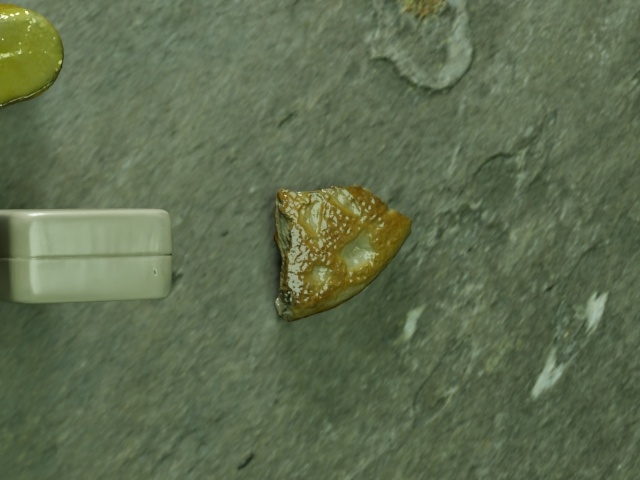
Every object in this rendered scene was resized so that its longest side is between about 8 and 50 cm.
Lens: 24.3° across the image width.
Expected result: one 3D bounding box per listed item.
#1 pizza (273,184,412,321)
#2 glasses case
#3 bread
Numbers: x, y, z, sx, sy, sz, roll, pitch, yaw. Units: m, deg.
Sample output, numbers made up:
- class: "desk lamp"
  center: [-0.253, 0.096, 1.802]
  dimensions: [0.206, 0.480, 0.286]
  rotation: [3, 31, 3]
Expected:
- class: "pizza"
  center: [0.000, 0.000, 1.634]
  dimensions: [0.182, 0.062, 0.161]
  rotation: [-48, 119, -14]
- class: "glasses case"
  center: [-0.257, 0.010, 1.331]
  dimensions: [0.144, 0.336, 0.076]
  rotation: [-2, 92, -28]
- class: "bread"
  center: [-0.366, -0.157, 1.410]
  dimensions: [0.245, 0.094, 0.102]
  rotation: [-22, 110, -26]
